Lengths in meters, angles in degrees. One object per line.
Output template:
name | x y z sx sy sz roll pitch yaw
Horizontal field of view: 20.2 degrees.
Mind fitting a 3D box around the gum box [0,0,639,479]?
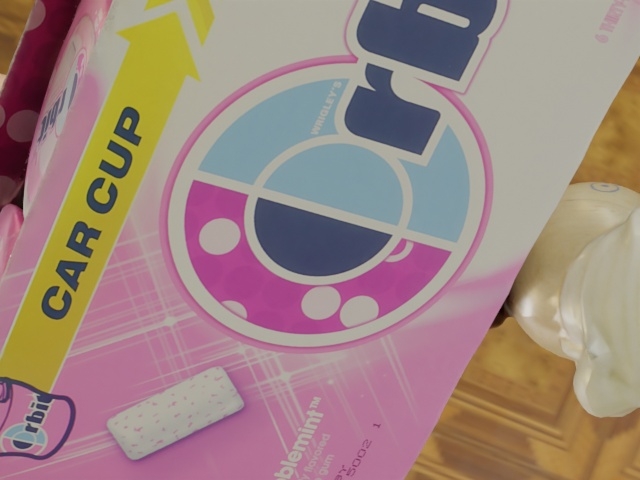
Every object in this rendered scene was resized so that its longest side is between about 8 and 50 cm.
gum box | -0.010 -0.021 0.390 0.188 0.107 0.062 -64 25 23

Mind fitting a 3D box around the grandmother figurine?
grandmother figurine | 0.000 0.000 0.716 0.342 0.208 0.104 8 105 16
